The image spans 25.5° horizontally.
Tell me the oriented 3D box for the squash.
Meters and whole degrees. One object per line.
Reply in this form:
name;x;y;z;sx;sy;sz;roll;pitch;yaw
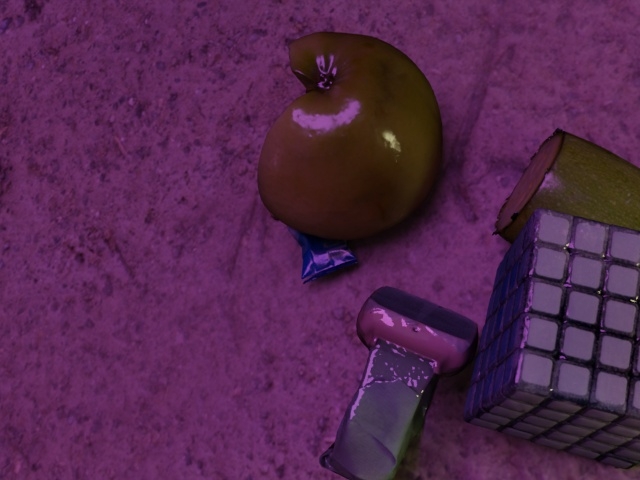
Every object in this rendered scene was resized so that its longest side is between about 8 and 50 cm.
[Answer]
squash;0.394;-0.019;1.950;0.260;0.189;0.189;30;77;-3

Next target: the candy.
candy;-0.001;0.000;2.110;0.088;0.038;0.136;-24;48;8

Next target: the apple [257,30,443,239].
apple;0.055;-0.151;2.028;0.233;0.258;0.295;10;61;20

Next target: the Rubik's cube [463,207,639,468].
Rubik's cube;0.330;0.123;1.731;0.238;0.237;0.237;14;68;-3

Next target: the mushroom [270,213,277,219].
mushroom;-0.033;-0.063;2.168;0.101;0.019;0.049;-28;57;10

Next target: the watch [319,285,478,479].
watch;0.095;0.206;1.853;0.162;0.253;0.241;21;100;9
